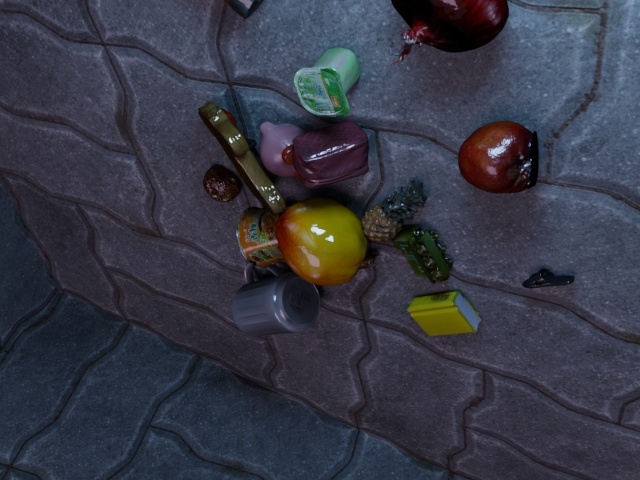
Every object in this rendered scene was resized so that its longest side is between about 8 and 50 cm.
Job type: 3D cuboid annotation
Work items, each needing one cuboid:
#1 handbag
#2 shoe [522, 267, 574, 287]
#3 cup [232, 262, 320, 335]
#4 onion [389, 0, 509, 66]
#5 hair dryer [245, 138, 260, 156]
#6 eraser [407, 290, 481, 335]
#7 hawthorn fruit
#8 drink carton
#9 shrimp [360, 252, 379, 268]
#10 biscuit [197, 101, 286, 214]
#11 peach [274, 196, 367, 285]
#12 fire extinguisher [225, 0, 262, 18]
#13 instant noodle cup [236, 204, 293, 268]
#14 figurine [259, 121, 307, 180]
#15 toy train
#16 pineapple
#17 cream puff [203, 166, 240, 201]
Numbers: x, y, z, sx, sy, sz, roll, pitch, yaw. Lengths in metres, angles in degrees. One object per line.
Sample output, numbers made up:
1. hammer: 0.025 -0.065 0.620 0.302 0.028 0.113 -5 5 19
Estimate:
1. handbag: 0.032 -0.249 1.931 0.135 0.225 0.146 81 166 -47
2. shoe: 0.676 0.106 1.981 0.159 0.062 0.053 -5 117 43
3. cup: -0.186 0.223 2.687 0.327 0.237 0.323 -17 91 49
4. onion: 0.252 -0.495 1.418 0.273 0.285 0.273 38 -179 -1
5. hair dryer: -0.235 -0.311 2.236 0.079 0.031 0.083 18 152 39
6. eraser: 0.435 0.259 2.342 0.226 0.069 0.158 -15 122 46
7. hawthorn fruit: 0.442 -0.216 1.697 0.251 0.189 0.189 22 148 49
8. drink carton: 0.028 -0.433 1.777 0.144 0.142 0.146 6 137 30
9. shrimp: 0.105 0.050 2.364 0.248 0.068 0.150 5 131 41
10. biscuit: -0.242 -0.267 2.125 0.394 0.076 0.368 57 172 -27
11. peach: -0.001 0.000 2.189 0.308 0.289 0.289 15 144 -1
12. fire extinguisher: -0.284 -0.759 1.693 0.376 0.113 0.200 38 103 -8
13. instant noodle cup: -0.156 -0.024 2.362 0.182 0.230 0.230 -11 126 33
14. figurine: -0.110 -0.282 2.049 0.173 0.173 0.173 21 143 17
15. toy train: 0.335 0.047 2.158 0.137 0.090 0.225 2 135 47
16. pineapple: 0.230 -0.094 2.049 0.128 0.128 0.248 37 140 -6
17. cream puff: -0.365 -0.197 2.422 0.149 0.084 0.149 21 145 16
